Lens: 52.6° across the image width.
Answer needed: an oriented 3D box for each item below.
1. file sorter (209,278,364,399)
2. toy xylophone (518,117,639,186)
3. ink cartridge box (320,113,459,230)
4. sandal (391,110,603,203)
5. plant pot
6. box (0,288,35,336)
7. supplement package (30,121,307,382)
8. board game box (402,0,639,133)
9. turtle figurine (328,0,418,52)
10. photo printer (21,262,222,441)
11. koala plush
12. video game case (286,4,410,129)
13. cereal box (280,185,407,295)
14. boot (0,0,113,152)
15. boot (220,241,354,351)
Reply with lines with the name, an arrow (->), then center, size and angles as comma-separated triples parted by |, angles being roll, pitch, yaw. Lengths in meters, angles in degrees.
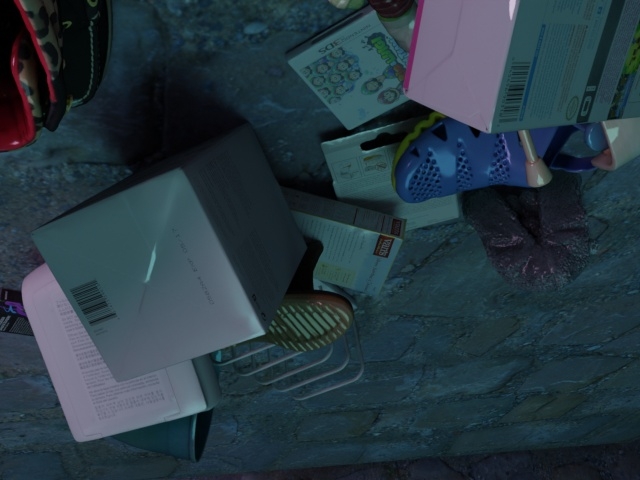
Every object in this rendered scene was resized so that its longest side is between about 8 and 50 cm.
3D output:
file sorter -> -0.064, 0.174, 1.232 | 0.192, 0.173, 0.277 | -25, 144, 21
toy xylophone -> 0.292, -0.201, 0.697 | 0.236, 0.081, 0.323 | -24, 120, 1
ink cartridge box -> 0.109, -0.101, 0.981 | 0.181, 0.056, 0.225 | -14, 136, 7
sandal -> 0.247, -0.123, 0.855 | 0.317, 0.138, 0.126 | -23, 145, 3
plant pot -> -0.338, 0.271, 1.248 | 0.255, 0.272, 0.272 | 8, 146, -2
box -> -0.520, 0.139, 1.190 | 0.162, 0.029, 0.116 | 15, 139, -35
supplement package -> -0.163, 0.001, 0.800 | 0.198, 0.263, 0.199 | -20, 105, 16
board game box -> 0.221, -0.214, 0.507 | 0.303, 0.097, 0.224 | -10, 121, -34
turtle figurine -> 0.073, -0.275, 0.543 | 0.274, 0.198, 0.266 | -15, 158, 34
photo printer -> -0.324, 0.151, 1.050 | 0.256, 0.308, 0.107 | -16, -171, 6
koala plush -> 0.372, 0.006, 1.097 | 0.196, 0.203, 0.221 | -21, 157, 18
video game case -> 0.058, -0.214, 0.808 | 0.143, 0.019, 0.157 | -24, 145, 22
cereal box -> 0.000, 0.000, 1.026 | 0.240, 0.047, 0.173 | 15, 144, -1
boot -> -0.250, -0.187, 0.521 | 0.138, 0.284, 0.377 | -1, 145, -14
boot -> -0.037, 0.060, 0.907 | 0.248, 0.207, 0.090 | -13, 119, 34
